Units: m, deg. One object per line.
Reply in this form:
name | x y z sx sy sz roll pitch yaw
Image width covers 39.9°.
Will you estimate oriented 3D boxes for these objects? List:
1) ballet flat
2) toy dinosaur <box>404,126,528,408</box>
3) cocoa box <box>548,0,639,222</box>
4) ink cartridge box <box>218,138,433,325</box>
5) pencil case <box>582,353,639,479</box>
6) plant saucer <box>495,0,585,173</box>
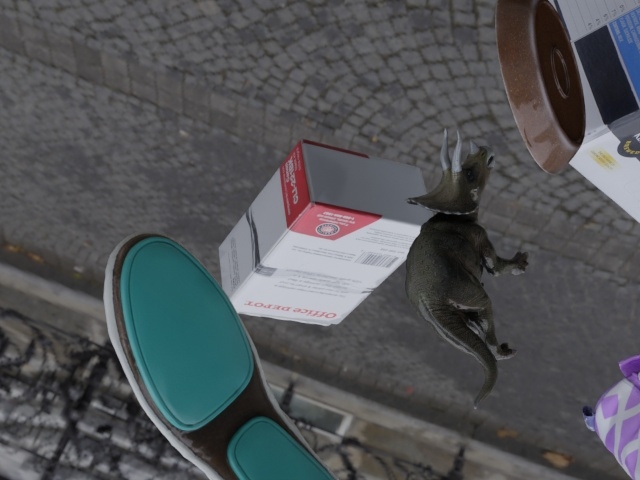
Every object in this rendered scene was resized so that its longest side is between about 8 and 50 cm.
ballet flat | -0.110 0.177 0.910 0.139 0.139 0.400 -21 105 52
toy dinosaur | 0.145 0.043 0.977 0.160 0.314 0.121 34 142 -23
cocoa box | 0.410 -0.182 1.015 0.228 0.231 0.347 -27 149 29
ink cartridge box | 0.000 0.000 1.241 0.197 0.114 0.273 11 141 -29
pencil case | 0.267 0.163 0.591 0.086 0.206 0.088 -17 122 -10
plant saucer | 0.197 -0.143 0.764 0.029 0.168 0.168 -13 138 30
